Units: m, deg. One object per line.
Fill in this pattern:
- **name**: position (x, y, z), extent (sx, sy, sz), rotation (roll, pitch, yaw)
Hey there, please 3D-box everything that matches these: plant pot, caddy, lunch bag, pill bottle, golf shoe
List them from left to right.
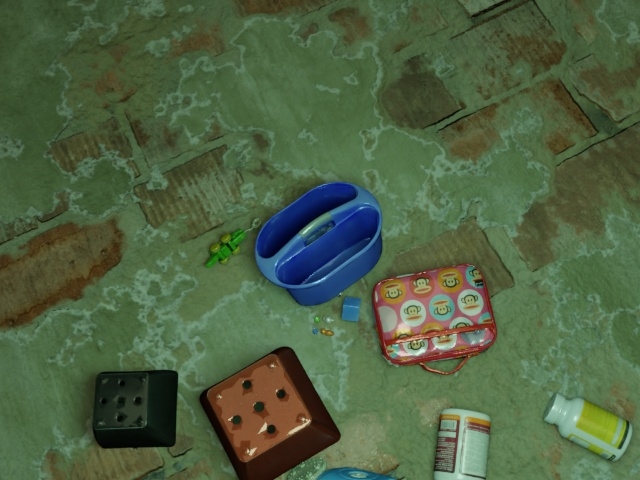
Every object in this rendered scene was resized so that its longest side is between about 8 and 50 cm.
- **plant pot**: position (-0.457, 0.395, 1.795), extent (0.188, 0.167, 0.188), rotation (-2, 70, 3)
- **plant pot**: position (-0.130, 0.400, 1.740), extent (0.267, 0.236, 0.267), rotation (-29, 71, -8)
- **golf shoe**: position (-0.046, 0.590, 1.765), extent (0.176, 0.069, 0.086), rotation (-39, 114, -6)
- **caddy**: position (0.000, 0.000, 1.880), extent (0.341, 0.179, 0.241), rotation (-36, 59, -10)
- **lunch bag**: position (0.281, 0.206, 1.856), extent (0.292, 0.120, 0.258), rotation (-11, 74, 1)
- **pill bottle**: position (0.327, 0.511, 1.738), extent (0.121, 0.121, 0.221), rotation (8, 72, 6)
- **pill bottle**: position (0.627, 0.434, 1.760), extent (0.184, 0.103, 0.103), rotation (26, 74, 11)

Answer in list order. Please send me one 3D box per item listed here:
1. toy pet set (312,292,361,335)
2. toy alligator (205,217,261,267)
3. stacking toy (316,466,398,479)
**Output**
- **toy pet set**: position (0.042, 0.179, 1.898), extent (0.114, 0.065, 0.122), rotation (8, 72, 6)
- **toy alligator**: position (-0.238, 0.002, 1.985), extent (0.189, 0.056, 0.051), rotation (-43, 34, -11)
- **stacking toy**: position (0.077, 0.681, 1.692), extent (0.165, 0.175, 0.302), rotation (2, 88, 33)
